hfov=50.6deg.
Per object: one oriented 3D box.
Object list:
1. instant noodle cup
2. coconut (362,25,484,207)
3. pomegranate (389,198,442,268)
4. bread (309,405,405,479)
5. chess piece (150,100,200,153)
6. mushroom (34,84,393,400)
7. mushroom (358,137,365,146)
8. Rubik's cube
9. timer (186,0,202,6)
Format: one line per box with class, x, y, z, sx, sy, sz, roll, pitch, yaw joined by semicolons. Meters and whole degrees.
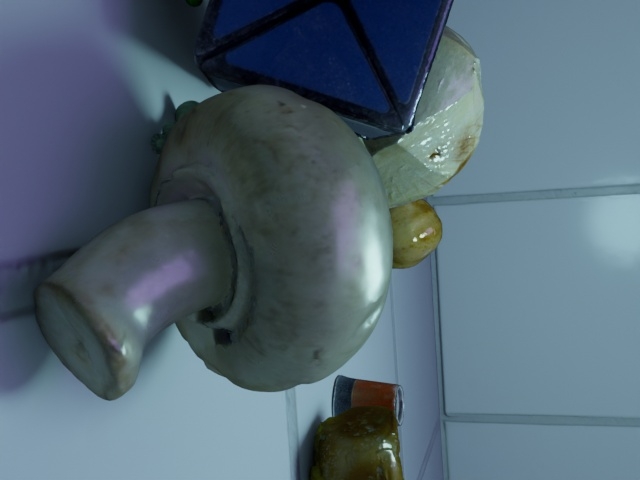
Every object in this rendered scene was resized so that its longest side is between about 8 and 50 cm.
instant noodle cup;0.106;0.353;1.455;0.127;0.136;0.127;-2;90;-72
coconut;0.150;-0.249;1.344;0.415;0.345;0.415;-6;90;-76
pomegranate;0.210;-0.021;1.748;0.207;0.207;0.207;-3;90;-74
bread;0.071;0.451;1.258;0.195;0.176;0.246;-62;145;-81
chess piece;-0.167;-0.128;0.790;0.093;0.042;0.042;-61;144;-53
mushroom;-0.062;0.021;0.678;0.356;0.315;0.315;-85;164;-49
mushroom;0.013;-0.192;1.057;0.312;0.081;0.100;61;30;-34
Rubik's cube;0.011;-0.274;0.822;0.255;0.260;0.259;-111;-138;-82
timer;-0.153;-0.334;0.777;0.136;0.099;0.136;9;90;-69
